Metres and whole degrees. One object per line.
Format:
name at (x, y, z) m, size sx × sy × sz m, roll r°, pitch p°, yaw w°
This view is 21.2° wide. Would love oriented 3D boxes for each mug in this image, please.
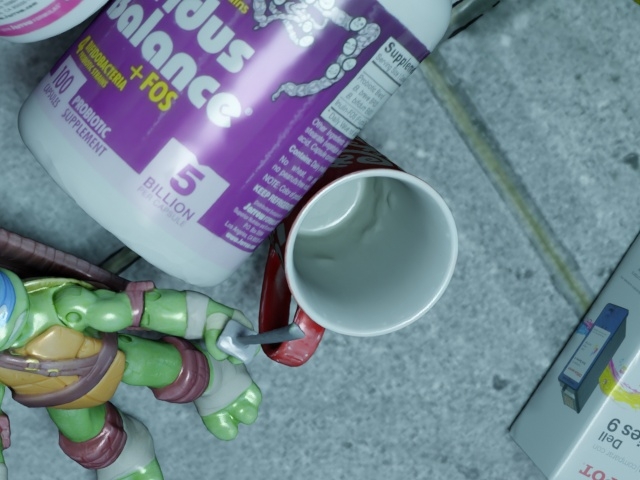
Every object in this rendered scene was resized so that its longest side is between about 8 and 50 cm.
mug at (-0.003, -0.009, 1.151) m, size 0.150 × 0.169 × 0.113 m, roll -34°, pitch 115°, yaw -1°

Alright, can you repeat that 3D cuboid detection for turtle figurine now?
turtle figurine at (-0.125, 0.123, 1.097) m, size 0.198 × 0.274 × 0.266 m, roll -67°, pitch 156°, yaw -8°

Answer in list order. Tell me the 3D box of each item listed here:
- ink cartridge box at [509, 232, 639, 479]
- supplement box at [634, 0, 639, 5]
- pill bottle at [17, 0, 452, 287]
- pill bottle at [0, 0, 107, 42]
ink cartridge box at (0.270, 0.111, 1.311) m, size 0.154 × 0.093 × 0.212 m, roll 29°, pitch 101°, yaw -23°
supplement box at (0.253, -0.253, 1.123) m, size 0.356 × 0.194 × 0.195 m, roll 31°, pitch 98°, yaw -23°
pill bottle at (-0.029, -0.132, 1.038) m, size 0.169 × 0.169 × 0.301 m, roll 38°, pitch 97°, yaw -23°
pill bottle at (-0.236, -0.244, 0.964) m, size 0.160 × 0.160 × 0.283 m, roll -51°, pitch 135°, yaw 5°
